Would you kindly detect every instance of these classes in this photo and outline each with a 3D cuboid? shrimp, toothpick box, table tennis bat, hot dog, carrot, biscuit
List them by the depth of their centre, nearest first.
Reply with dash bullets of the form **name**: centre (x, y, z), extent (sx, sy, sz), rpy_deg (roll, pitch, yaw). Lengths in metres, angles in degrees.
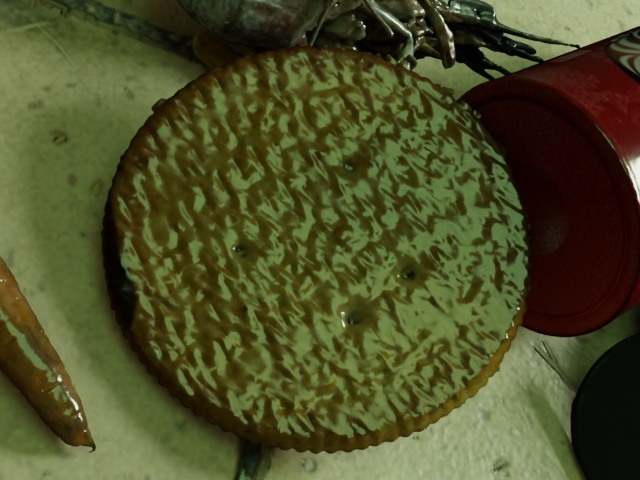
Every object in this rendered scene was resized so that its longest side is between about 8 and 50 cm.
- **carrot**: centre (-0.210, 0.042, 0.734), extent (0.057, 0.057, 0.224), rpy_deg (-31, 80, -36)
- **biscuit**: centre (0.000, 0.000, 0.814), extent (0.305, 0.038, 0.305), rpy_deg (1, 71, -4)
- **table tennis bat**: centre (0.302, 0.136, 0.846), extent (0.237, 0.027, 0.150), rpy_deg (-4, 76, 17)
- **shrimp**: centre (0.039, -0.176, 0.924), extent (0.343, 0.116, 0.145), rpy_deg (15, 30, -14)
- **hot dog**: centre (-0.043, -0.121, 0.927), extent (0.137, 0.028, 0.044), rpy_deg (40, 78, 5)
- **toothpick box**: centre (0.276, -0.075, 0.943), extent (0.333, 0.204, 0.204), rpy_deg (-22, 72, -35)
